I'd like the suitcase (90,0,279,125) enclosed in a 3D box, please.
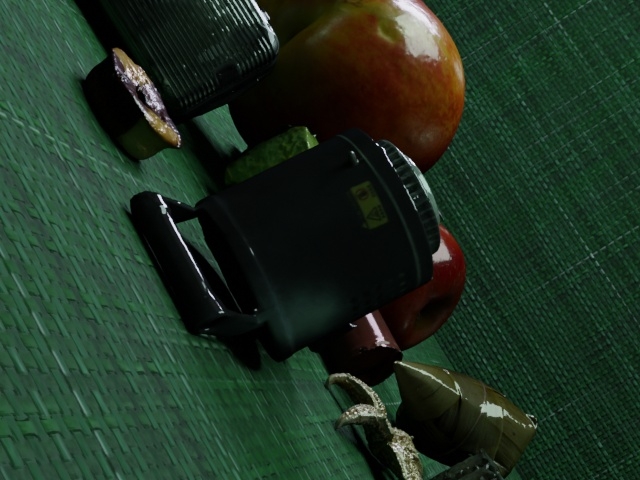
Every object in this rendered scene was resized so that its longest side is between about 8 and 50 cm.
[{"bbox_3d":[-0.209,-0.332,1.570,0.312,0.202,0.128,59,-13,4],"label":"suitcase"}]

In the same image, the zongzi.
[{"bbox_3d":[0.156,0.250,1.764,0.300,0.145,0.274,37,-16,-24],"label":"zongzi"}]

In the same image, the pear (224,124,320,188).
[{"bbox_3d":[-0.015,0.004,1.591,0.238,0.164,0.255,51,16,-51],"label":"pear"}]

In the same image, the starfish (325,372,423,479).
[{"bbox_3d":[0.088,0.278,1.519,0.238,0.071,0.216,53,-1,20],"label":"starfish"}]

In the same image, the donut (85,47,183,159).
[{"bbox_3d":[-0.219,-0.154,1.294,0.140,0.059,0.140,57,7,-11],"label":"donut"}]

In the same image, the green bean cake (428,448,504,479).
[{"bbox_3d":[0.253,0.459,1.582,0.255,0.132,0.241,59,3,-18],"label":"green bean cake"}]

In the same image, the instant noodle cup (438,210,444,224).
[{"bbox_3d":[0.122,-0.080,2.620,0.326,0.254,0.325,55,7,-11],"label":"instant noodle cup"}]

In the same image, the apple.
[{"bbox_3d":[0.124,0.071,1.980,0.216,0.260,0.260,41,-2,27],"label":"apple"}]

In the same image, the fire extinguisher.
[{"bbox_3d":[-0.001,0.070,1.728,0.147,0.106,0.337,15,35,-43],"label":"fire extinguisher"}]

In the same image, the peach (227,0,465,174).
[{"bbox_3d":[0.051,-0.246,1.776,0.388,0.388,0.388,56,7,-10],"label":"peach"}]

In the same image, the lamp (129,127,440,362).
[{"bbox_3d":[-0.002,-0.005,1.257,0.205,0.272,0.374,58,7,20],"label":"lamp"}]

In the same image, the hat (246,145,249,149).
[{"bbox_3d":[-0.059,-0.106,2.023,0.257,0.168,0.301,28,-9,-16],"label":"hat"}]
